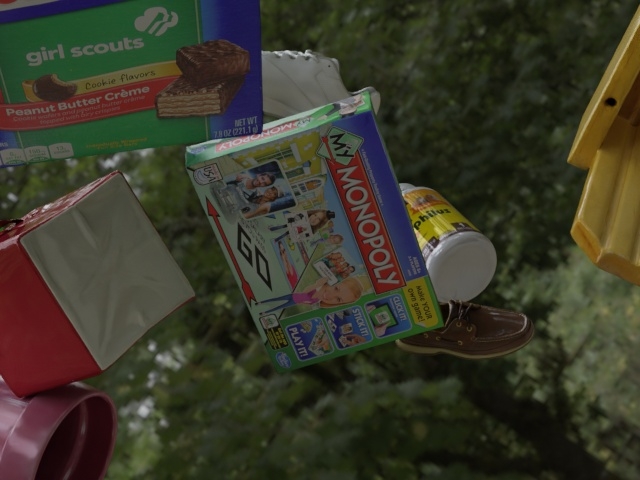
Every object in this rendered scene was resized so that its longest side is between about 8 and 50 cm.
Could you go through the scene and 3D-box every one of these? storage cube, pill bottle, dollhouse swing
[{"bbox_3d":[-0.308,0.054,1.557,0.193,0.215,0.183,-19,15,44],"label":"storage cube"},{"bbox_3d":[0.163,-0.003,1.902,0.117,0.215,0.117,-12,-58,-20],"label":"pill bottle"},{"bbox_3d":[0.497,-0.108,1.509,0.305,0.346,0.315,-55,-10,-65],"label":"dollhouse swing"}]

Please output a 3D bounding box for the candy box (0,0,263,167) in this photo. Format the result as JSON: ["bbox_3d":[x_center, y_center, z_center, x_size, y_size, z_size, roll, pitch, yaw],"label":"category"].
[{"bbox_3d":[-0.184,-0.208,1.048,0.317,0.268,0.122,91,168,-56],"label":"candy box"}]

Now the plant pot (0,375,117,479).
[{"bbox_3d":[-0.388,0.257,1.643,0.201,0.180,0.201,-53,-27,-42],"label":"plant pot"}]

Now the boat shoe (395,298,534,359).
[{"bbox_3d":[0.173,0.106,1.581,0.060,0.178,0.064,69,-152,-44],"label":"boat shoe"}]

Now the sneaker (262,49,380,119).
[{"bbox_3d":[-0.046,-0.235,1.888,0.129,0.297,0.111,-58,19,13],"label":"sneaker"}]

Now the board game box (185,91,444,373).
[{"bbox_3d":[0.000,0.000,1.467,0.046,0.213,0.317,-95,-13,-54],"label":"board game box"}]

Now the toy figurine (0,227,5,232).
[{"bbox_3d":[-0.479,0.031,1.705,0.173,0.130,0.159,-62,2,-4],"label":"toy figurine"}]
